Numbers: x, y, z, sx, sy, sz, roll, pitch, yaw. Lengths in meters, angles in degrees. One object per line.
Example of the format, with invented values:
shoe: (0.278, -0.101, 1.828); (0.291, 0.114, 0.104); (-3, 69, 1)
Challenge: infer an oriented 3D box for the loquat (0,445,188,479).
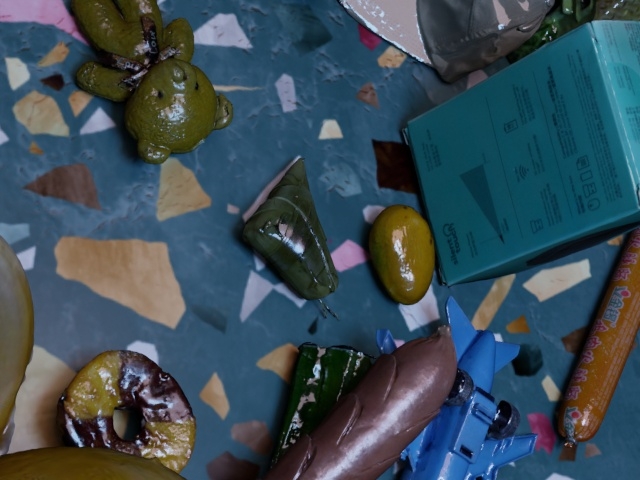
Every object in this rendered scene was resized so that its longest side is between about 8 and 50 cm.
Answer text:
loquat: (-0.212, 0.321, 1.074); (0.328, 0.328, 0.329); (8, 71, -25)

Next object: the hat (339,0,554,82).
hat: (0.148, -0.322, 1.573); (0.244, 0.149, 0.214); (30, 63, -28)

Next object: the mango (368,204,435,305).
mango: (0.092, 0.016, 1.479); (0.079, 0.057, 0.114); (1, 77, -34)

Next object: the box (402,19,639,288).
box: (0.245, -0.087, 1.442); (0.118, 0.311, 0.205); (-3, 75, -37)

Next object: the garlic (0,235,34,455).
garlic: (-0.376, 0.097, 1.100); (0.286, 0.313, 0.249); (-19, 39, -11)

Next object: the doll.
doll: (-0.180, -0.187, 1.383); (0.137, 0.097, 0.209); (-30, 84, -25)

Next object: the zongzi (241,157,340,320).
zongzi: (0.000, 0.000, 1.443); (0.154, 0.062, 0.130); (46, 48, -15)

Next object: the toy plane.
toy plane: (0.140, 0.206, 1.424); (0.254, 0.105, 0.271); (35, 57, -30)

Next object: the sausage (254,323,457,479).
sausage: (-0.014, 0.239, 1.290); (0.433, 0.088, 0.088); (-42, 96, -13)

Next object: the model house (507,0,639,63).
model house: (0.350, -0.318, 1.639); (0.195, 0.189, 0.214); (16, 69, -24)

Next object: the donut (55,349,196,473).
donut: (-0.192, 0.178, 1.283); (0.140, 0.059, 0.140); (8, 71, -24)

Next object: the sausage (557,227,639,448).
sausage: (0.355, 0.098, 1.589); (0.053, 0.053, 0.348); (36, 62, -13)

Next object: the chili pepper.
chili pepper: (-0.009, 0.219, 1.361); (0.088, 0.059, 0.227); (8, 69, 18)
